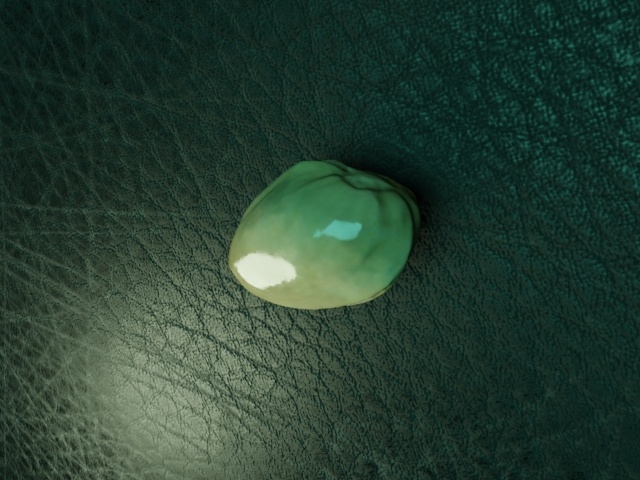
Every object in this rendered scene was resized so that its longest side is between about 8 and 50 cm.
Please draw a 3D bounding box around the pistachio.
[{"bbox_3d":[0.000,0.000,1.005,0.318,0.194,0.213,-28,79,41],"label":"pistachio"}]
